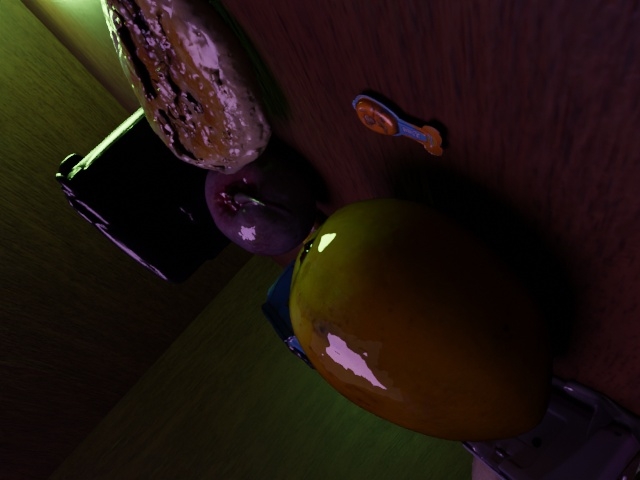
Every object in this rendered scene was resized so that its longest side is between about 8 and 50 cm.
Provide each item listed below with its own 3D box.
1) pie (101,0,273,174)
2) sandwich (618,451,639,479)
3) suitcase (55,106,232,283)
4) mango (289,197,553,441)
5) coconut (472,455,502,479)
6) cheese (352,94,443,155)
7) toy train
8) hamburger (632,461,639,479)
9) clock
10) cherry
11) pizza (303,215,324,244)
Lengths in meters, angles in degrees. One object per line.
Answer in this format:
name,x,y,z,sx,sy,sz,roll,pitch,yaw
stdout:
pie,-0.211,-0.240,0.606,0.339,0.077,0.339,35,150,23
sandwich,0.452,0.390,0.586,0.220,0.186,0.108,-4,138,51
suitcase,-0.299,-0.119,0.870,0.339,0.345,0.188,49,162,-29
mango,0.145,0.120,0.533,0.445,0.232,0.300,38,170,-36
coconut,0.410,0.424,0.774,0.247,0.245,0.245,44,170,-5
cheese,0.072,-0.113,0.402,0.111,0.017,0.047,35,171,32
toy train,0.029,0.113,0.817,0.188,0.265,0.300,42,173,-20
hamburger,0.377,0.272,0.378,0.150,0.260,0.276,-76,-24,-74
clock,0.334,0.295,0.652,0.083,0.186,0.253,51,167,-20
cherry,-0.107,-0.073,0.781,0.213,0.183,0.266,54,-172,19
pizza,0.000,0.000,1.055,0.197,0.058,0.292,36,167,38
